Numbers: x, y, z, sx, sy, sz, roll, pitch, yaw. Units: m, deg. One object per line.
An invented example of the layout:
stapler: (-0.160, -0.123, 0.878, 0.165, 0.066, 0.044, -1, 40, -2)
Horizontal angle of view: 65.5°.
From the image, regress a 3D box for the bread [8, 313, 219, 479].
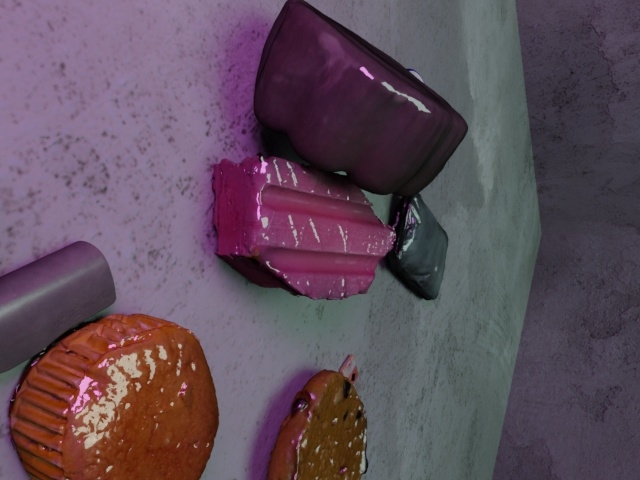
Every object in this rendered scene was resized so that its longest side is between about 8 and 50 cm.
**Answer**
bread: (-0.185, 0.173, 0.489, 0.199, 0.104, 0.199, -8, 99, -55)

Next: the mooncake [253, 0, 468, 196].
mooncake: (0.051, -0.186, 0.690, 0.306, 0.306, 0.154, -9, 138, -57)

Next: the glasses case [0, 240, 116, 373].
glasses case: (-0.264, 0.069, 0.419, 0.190, 0.042, 0.072, -39, 131, -50)

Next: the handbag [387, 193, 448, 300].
handbag: (0.240, 0.020, 1.190, 0.332, 0.074, 0.192, 39, 63, -56)

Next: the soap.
soap: (-0.009, -0.009, 0.703, 0.289, 0.112, 0.182, 4, 91, -45)

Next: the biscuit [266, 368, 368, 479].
biscuit: (-0.002, 0.358, 0.816, 0.296, 0.075, 0.296, -1, 91, -63)

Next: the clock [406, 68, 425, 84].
clock: (0.162, -0.235, 1.038, 0.230, 0.083, 0.231, -11, 103, -59)

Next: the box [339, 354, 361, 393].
box: (0.060, 0.269, 0.967, 0.046, 0.012, 0.083, -44, 129, -46)
